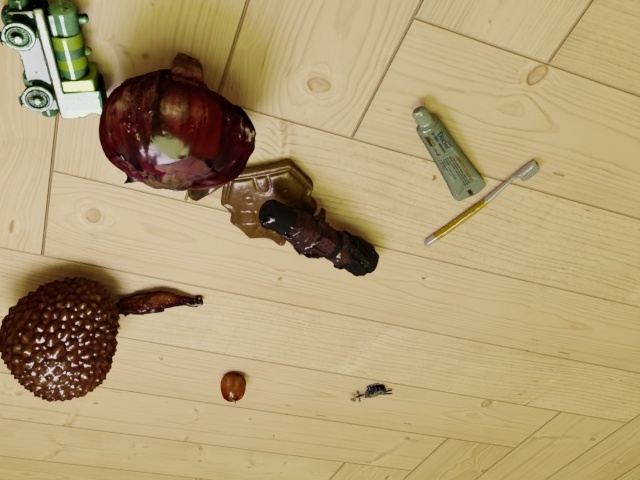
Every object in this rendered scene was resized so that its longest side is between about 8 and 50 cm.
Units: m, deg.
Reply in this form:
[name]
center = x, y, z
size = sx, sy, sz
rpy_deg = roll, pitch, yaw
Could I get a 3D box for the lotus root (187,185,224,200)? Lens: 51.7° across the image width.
[lotus root]
center = -0.219, -0.100, 1.235
size = 0.083, 0.030, 0.038
rpy_deg = -23, 104, 32

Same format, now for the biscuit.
[biscuit]
center = -0.096, -0.062, 1.295
size = 0.182, 0.034, 0.215
rpy_deg = -9, 137, 6

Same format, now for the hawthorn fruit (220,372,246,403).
[hawthorn fruit]
center = -0.231, 0.388, 1.742
size = 0.077, 0.077, 0.077
rpy_deg = -2, 137, -2

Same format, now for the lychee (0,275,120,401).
[lychee]
center = -0.544, 0.198, 1.412
size = 0.271, 0.272, 0.272
rpy_deg = -2, 137, -2

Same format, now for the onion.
[onion]
center = -0.225, -0.186, 1.042
size = 0.251, 0.219, 0.252
rpy_deg = 10, 180, 0

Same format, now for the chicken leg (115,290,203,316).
[chicken leg]
center = -0.373, 0.144, 1.490
size = 0.204, 0.053, 0.093
rpy_deg = -4, 161, 11

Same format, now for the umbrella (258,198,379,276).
[umbrella]
center = 0.000, 0.000, 1.298
size = 0.094, 0.090, 0.326
rpy_deg = -37, 140, 27

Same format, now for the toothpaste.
[toothpaste]
center = 0.231, -0.156, 1.212
size = 0.067, 0.037, 0.255
rpy_deg = -29, 135, 17

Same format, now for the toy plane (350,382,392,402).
[toy plane]
center = 0.138, 0.426, 1.836
size = 0.120, 0.031, 0.049
rpy_deg = -17, 144, 11

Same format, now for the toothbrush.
[toothbrush]
center = 0.317, -0.066, 1.324
size = 0.024, 0.021, 0.288
rpy_deg = 35, 126, -22

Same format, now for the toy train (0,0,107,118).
[toy train]
center = -0.407, -0.283, 1.014
size = 0.132, 0.083, 0.200
rpy_deg = -7, 138, -12
